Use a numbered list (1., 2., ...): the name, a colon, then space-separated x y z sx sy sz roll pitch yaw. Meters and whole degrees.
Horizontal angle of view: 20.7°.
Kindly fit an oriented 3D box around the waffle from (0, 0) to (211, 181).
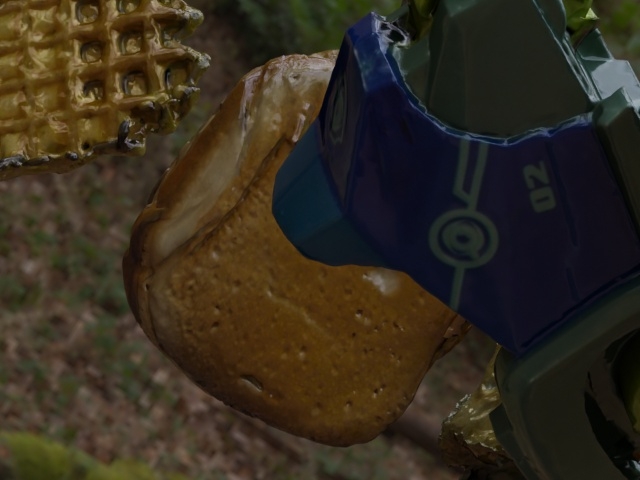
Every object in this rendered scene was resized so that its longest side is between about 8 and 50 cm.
1. waffle: -0.252 -0.171 1.703 0.262 0.280 0.060 35 -7 16

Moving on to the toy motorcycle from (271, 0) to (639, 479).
1. toy motorcycle: 0.096 -0.020 0.894 0.326 0.200 0.191 50 17 -37

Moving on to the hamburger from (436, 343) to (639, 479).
1. hamburger: 0.262 0.130 1.607 0.211 0.309 0.132 10 -36 45

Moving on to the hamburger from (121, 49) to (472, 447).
1. hamburger: -0.001 0.007 1.469 0.284 0.304 0.174 39 13 -5
